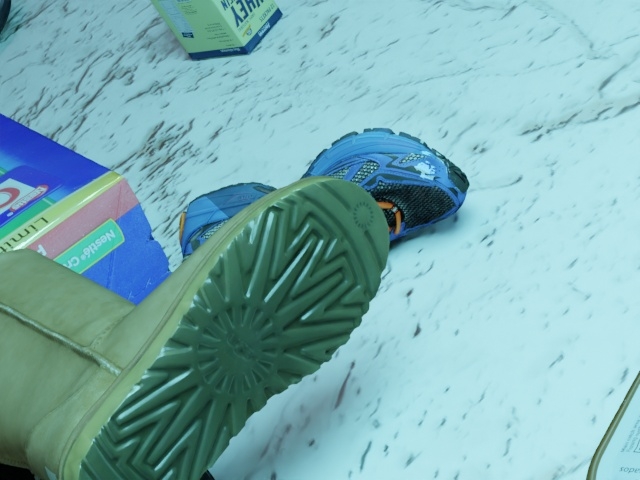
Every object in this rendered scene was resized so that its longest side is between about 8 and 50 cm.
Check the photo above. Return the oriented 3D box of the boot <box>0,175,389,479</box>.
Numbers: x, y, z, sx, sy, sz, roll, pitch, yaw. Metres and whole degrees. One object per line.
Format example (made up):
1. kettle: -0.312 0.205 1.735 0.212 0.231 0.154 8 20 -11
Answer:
1. boot: -0.118 0.038 0.900 0.236 0.089 0.269 -44 29 -20

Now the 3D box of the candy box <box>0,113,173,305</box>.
1. candy box: -0.285 0.038 1.175 0.268 0.122 0.317 -36 30 -17

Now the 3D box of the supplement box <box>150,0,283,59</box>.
1. supplement box: -0.095 -0.211 1.403 0.083 0.083 0.056 2 46 48

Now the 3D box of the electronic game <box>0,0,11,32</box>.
1. electronic game: -0.447 -0.220 1.824 0.229 0.048 0.229 -26 38 22

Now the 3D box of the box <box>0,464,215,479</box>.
1. box: -0.166 0.137 0.970 0.147 0.077 0.180 -39 29 -8

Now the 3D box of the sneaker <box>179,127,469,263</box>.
1. sneaker: 0.000 0.000 1.016 0.221 0.083 0.087 -22 45 33

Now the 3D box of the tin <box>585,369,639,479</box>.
1. tin: 0.190 0.077 0.729 0.106 0.040 0.189 -6 40 48
